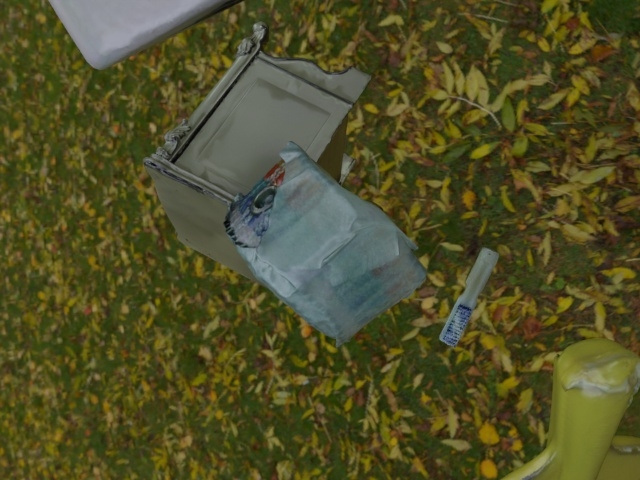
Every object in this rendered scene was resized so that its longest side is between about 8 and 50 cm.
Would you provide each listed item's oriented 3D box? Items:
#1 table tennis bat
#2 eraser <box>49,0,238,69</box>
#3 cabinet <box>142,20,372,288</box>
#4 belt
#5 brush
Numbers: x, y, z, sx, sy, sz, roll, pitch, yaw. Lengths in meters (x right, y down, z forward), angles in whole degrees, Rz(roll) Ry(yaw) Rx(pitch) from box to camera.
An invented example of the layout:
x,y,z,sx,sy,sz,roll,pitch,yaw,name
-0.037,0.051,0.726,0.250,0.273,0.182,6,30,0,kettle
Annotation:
x,y,z,sx,sy,sz,roll,pitch,yaw,name
0.222,0.218,0.548,0.054,0.224,0.369,-113,9,-49,table tennis bat
-0.104,-0.281,0.529,0.331,0.331,0.150,-6,118,42,eraser
-0.092,-0.134,1.019,0.227,0.290,0.318,26,68,10,cabinet
0.000,0.000,0.678,0.150,0.257,0.207,-45,98,3,belt
0.245,0.096,0.991,0.033,0.030,0.179,25,102,11,brush
